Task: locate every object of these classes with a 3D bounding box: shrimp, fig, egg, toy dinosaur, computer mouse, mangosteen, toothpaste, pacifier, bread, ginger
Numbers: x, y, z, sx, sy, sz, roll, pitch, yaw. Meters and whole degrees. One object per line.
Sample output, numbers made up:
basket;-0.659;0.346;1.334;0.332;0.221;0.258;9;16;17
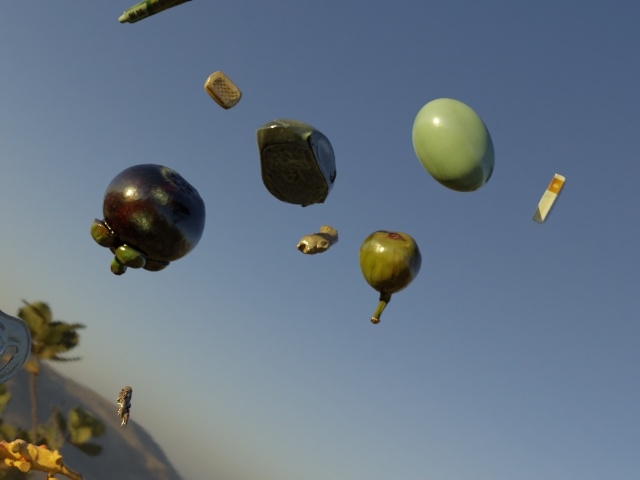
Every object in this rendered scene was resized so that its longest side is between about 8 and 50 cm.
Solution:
shrimp;-0.398;0.331;1.679;0.029;0.092;0.038;-9;-39;0
fig;0.164;0.070;1.905;0.148;0.142;0.186;-100;179;-53
egg;0.302;-0.214;1.877;0.231;0.168;0.168;61;-14;11
toy dinosaur;-0.639;0.458;1.777;0.288;0.070;0.117;31;-19;-21
computer mouse;-0.064;-0.210;2.114;0.203;0.114;0.374;1;-25;5
mangosteen;-0.465;-0.058;2.263;0.300;0.300;0.300;30;-18;11
toothpaste;-0.330;-0.472;1.656;0.204;0.031;0.049;-11;-46;34
pacifier;-0.813;0.244;1.967;0.207;0.227;0.279;1;-41;51
bread;-0.295;-0.447;2.483;0.115;0.082;0.056;42;-16;-19
ginger;0.004;0.000;1.989;0.069;0.051;0.173;1;10;22

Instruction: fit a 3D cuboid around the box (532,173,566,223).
box;0.558;-0.097;2.017;0.032;0.122;0.220;29;8;15
